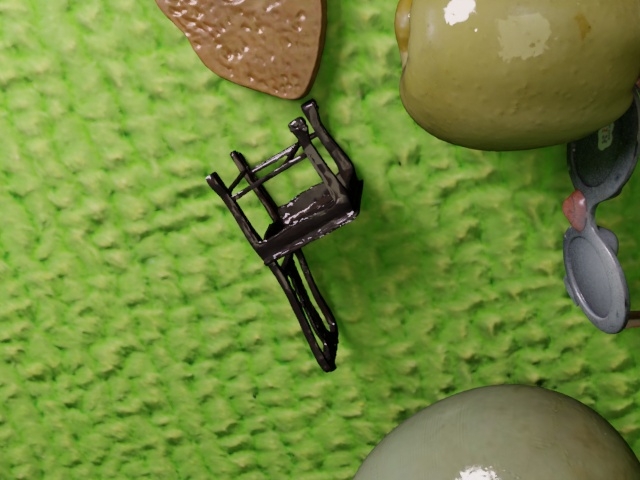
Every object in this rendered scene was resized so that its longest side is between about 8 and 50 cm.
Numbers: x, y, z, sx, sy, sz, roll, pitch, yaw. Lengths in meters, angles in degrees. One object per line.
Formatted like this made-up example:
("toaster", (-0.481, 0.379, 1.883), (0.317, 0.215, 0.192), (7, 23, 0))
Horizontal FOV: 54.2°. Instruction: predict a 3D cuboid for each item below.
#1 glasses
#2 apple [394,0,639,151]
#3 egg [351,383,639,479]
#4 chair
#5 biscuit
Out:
("glasses", (0.354, -0.038, 0.557), (0.268, 0.118, 0.234), (-6, 108, -2))
("apple", (0.147, -0.156, 0.477), (0.200, 0.200, 0.200), (2, 110, 5))
("egg", (0.162, 0.256, 0.613), (0.295, 0.218, 0.218), (-16, 108, 24))
("chair", (0.000, 0.000, 0.593), (0.113, 0.106, 0.229), (-28, 107, 16))
("biscuit", (-0.072, -0.226, 0.556), (0.142, 0.029, 0.221), (-38, 102, 18))
